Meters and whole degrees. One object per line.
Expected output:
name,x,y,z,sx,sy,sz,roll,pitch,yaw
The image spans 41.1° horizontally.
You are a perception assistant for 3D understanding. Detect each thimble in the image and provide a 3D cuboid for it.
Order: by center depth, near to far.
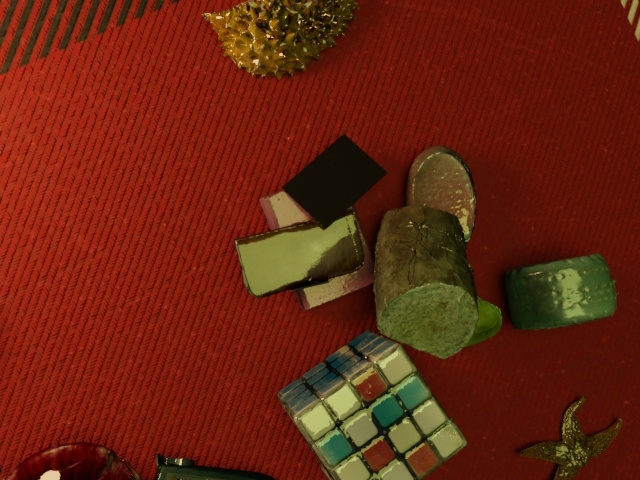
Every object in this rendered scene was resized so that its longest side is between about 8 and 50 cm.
thimble,0.524,0.111,1.849,0.235,0.198,0.143,-9,87,5

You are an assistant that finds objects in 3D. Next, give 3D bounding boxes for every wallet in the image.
wallet,-0.039,0.031,1.732,0.255,0.031,0.137,-14,95,-11

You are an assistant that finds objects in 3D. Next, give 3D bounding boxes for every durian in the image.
durian,-0.054,-0.452,1.775,0.341,0.112,0.191,-24,92,-14
durian,0.274,0.159,1.851,0.250,0.101,0.139,15,50,-11

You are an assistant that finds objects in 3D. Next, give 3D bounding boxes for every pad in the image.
pad,0.030,-0.124,1.756,0.127,0.004,0.190,44,69,10

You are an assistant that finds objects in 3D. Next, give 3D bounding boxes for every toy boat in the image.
toy boat,-0.199,0.519,1.725,0.296,0.114,0.122,13,66,-12
toy boat,0.260,-0.095,1.868,0.155,0.085,0.227,-9,103,-4

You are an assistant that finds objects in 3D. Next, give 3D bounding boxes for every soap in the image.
soap,0.000,0.000,1.797,0.181,0.081,0.259,-20,94,-12

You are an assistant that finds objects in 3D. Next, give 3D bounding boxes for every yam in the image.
yam,0.215,0.061,1.726,0.203,0.271,0.201,21,126,-19

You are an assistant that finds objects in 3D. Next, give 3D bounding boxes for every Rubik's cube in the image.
Rubik's cube,0.093,0.361,1.725,0.256,0.259,0.253,-34,95,-10

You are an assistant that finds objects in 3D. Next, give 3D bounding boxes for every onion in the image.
onion,-0.468,0.544,1.610,0.314,0.232,0.313,0,91,-14

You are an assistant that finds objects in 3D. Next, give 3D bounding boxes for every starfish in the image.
starfish,0.571,0.453,1.939,0.247,0.050,0.138,-38,97,-17
